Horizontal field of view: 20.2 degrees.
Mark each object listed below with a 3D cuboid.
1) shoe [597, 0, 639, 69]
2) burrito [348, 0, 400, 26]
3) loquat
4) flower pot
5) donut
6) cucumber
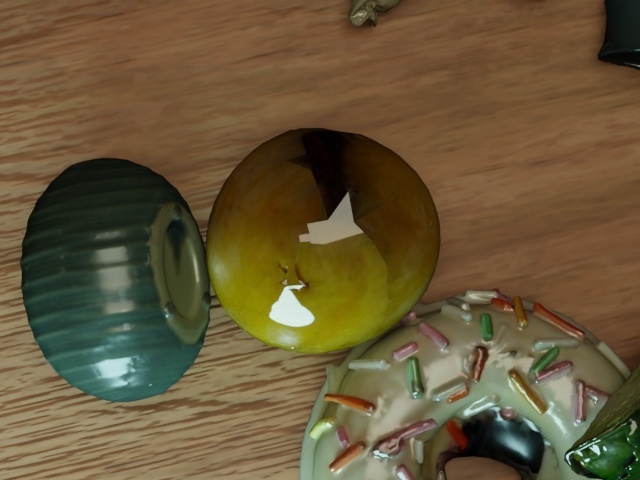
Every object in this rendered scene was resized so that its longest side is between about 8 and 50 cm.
[{"bbox_3d":[0.343,-0.198,1.878,0.093,0.108,0.241,-23,89,-9],"label":"shoe"},{"bbox_3d":[0.124,-0.327,1.856,0.059,0.082,0.275,42,110,-9],"label":"burrito"},{"bbox_3d":[0.000,0.000,1.778,0.235,0.235,0.235,0,84,-3],"label":"loquat"},{"bbox_3d":[-0.199,0.038,1.779,0.157,0.189,0.243,-9,88,26],"label":"flower pot"},{"bbox_3d":[0.170,0.234,1.806,0.382,0.142,0.382,0,84,-4],"label":"donut"},{"bbox_3d":[0.365,0.139,1.746,0.325,0.145,0.105,-38,93,-41],"label":"cucumber"}]
